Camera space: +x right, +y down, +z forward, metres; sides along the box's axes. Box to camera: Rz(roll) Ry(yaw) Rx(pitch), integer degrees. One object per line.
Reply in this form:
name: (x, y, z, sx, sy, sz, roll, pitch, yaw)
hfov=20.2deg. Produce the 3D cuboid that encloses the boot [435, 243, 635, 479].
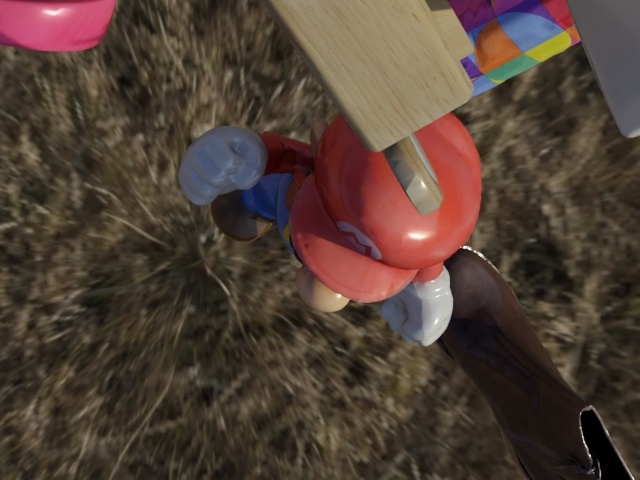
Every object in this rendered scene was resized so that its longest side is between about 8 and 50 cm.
boot: (0.193, 0.121, 1.599, 0.090, 0.207, 0.248, -29, 106, -14)

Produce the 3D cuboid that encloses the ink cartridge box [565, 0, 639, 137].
ink cartridge box: (0.264, -0.160, 0.679, 0.306, 0.226, 0.131, -15, 80, -26)

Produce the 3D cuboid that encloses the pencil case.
pencil case: (0.162, -0.191, 1.515, 0.236, 0.104, 0.104, -26, 91, 27)

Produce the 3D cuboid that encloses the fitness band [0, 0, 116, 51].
fitness band: (-0.278, -0.224, 1.440, 0.209, 0.291, 0.054, 11, 112, -29)

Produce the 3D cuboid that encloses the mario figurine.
mario figurine: (0.000, 0.000, 1.234, 0.198, 0.320, 0.170, -8, 89, -12)

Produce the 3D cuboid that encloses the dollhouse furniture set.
dollhouse furniture set: (0.126, -0.196, 0.642, 0.355, 0.303, 0.174, -29, 53, 7)
